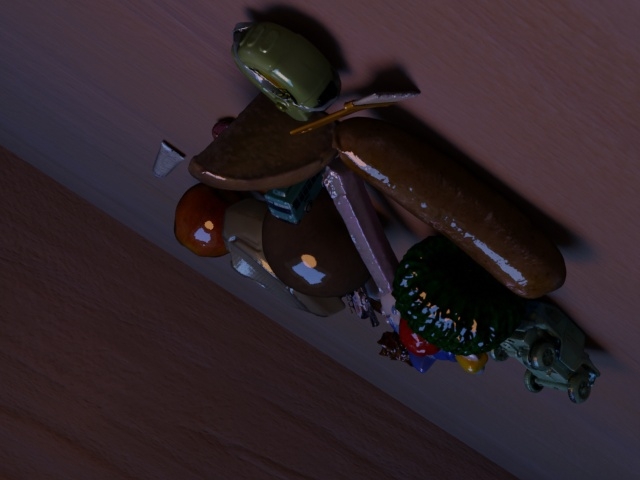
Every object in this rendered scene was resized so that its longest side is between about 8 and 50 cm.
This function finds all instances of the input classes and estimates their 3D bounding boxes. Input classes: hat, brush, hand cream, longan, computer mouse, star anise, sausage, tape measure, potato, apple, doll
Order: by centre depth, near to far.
[{"bbox_3d":[-0.054,-0.284,1.085,0.200,0.106,0.175,40,172,-28],"label":"tape measure"},{"bbox_3d":[0.036,-0.213,1.115,0.272,0.103,0.013,-10,93,51],"label":"brush"},{"bbox_3d":[0.234,-0.064,1.166,0.501,0.136,0.123,36,143,-11],"label":"sausage"},{"bbox_3d":[-0.106,-0.147,1.301,0.189,0.264,0.211,40,157,1],"label":"potato"},{"bbox_3d":[0.280,0.148,1.459,0.274,0.242,0.332,44,151,15],"label":"hat"},{"bbox_3d":[0.000,0.000,1.563,0.300,0.243,0.300,9,124,13],"label":"longan"},{"bbox_3d":[-0.078,0.037,1.801,0.429,0.228,0.145,37,153,-12],"label":"computer mouse"},{"bbox_3d":[0.270,0.226,1.803,0.365,0.187,0.376,47,-174,-17],"label":"doll"},{"bbox_3d":[-0.319,-0.053,1.924,0.230,0.230,0.230,28,162,10],"label":"apple"},{"bbox_3d":[-0.466,-0.238,1.987,0.080,0.050,0.234,36,157,-14],"label":"hand cream"},{"bbox_3d":[0.262,0.295,2.105,0.346,0.148,0.237,35,140,-4],"label":"star anise"}]

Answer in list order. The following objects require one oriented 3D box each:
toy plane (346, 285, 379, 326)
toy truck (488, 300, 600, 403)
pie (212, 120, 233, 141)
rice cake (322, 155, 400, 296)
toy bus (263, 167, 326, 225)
[{"bbox_3d":[0.109,0.142,1.817,0.078,0.053,0.197,7,114,61],"label":"toy plane"},{"bbox_3d":[0.519,0.254,1.528,0.279,0.156,0.155,39,161,-26],"label":"toy truck"},{"bbox_3d":[-0.176,-0.216,1.557,0.182,0.049,0.182,33,165,10],"label":"pie"},{"bbox_3d":[0.100,-0.023,1.432,0.056,0.072,0.364,8,134,45],"label":"rice cake"},{"bbox_3d":[-0.049,-0.121,1.424,0.079,0.160,0.091,21,158,29],"label":"toy bus"}]
